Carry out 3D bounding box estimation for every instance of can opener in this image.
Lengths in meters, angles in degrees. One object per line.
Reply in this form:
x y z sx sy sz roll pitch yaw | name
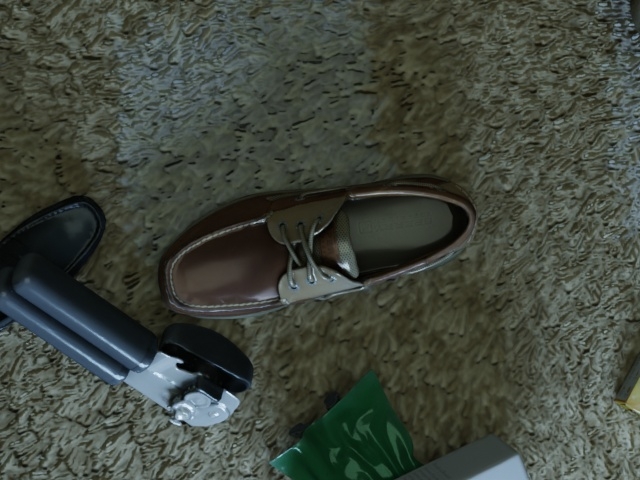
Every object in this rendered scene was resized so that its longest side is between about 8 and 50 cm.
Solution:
-0.189 0.094 1.892 0.280 0.074 0.093 33 45 -29 | can opener

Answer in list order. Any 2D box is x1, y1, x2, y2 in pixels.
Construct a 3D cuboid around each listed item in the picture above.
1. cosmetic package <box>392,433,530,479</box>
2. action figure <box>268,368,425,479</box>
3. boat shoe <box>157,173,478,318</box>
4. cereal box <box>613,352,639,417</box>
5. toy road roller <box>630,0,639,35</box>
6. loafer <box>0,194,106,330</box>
0.097 0.290 1.903 0.231 0.085 0.117 -24 105 -11 | cosmetic package
0.066 0.257 1.961 0.137 0.063 0.232 -40 103 -8 | action figure
0.000 0.000 1.922 0.324 0.116 0.123 -17 93 -8 | boat shoe
0.432 0.103 2.022 0.173 0.047 0.240 31 86 -8 | cereal box
0.279 -0.329 1.928 0.240 0.202 0.329 -13 87 4 | toy road roller
-0.296 0.040 1.897 0.223 0.078 0.076 -40 96 -6 | loafer
